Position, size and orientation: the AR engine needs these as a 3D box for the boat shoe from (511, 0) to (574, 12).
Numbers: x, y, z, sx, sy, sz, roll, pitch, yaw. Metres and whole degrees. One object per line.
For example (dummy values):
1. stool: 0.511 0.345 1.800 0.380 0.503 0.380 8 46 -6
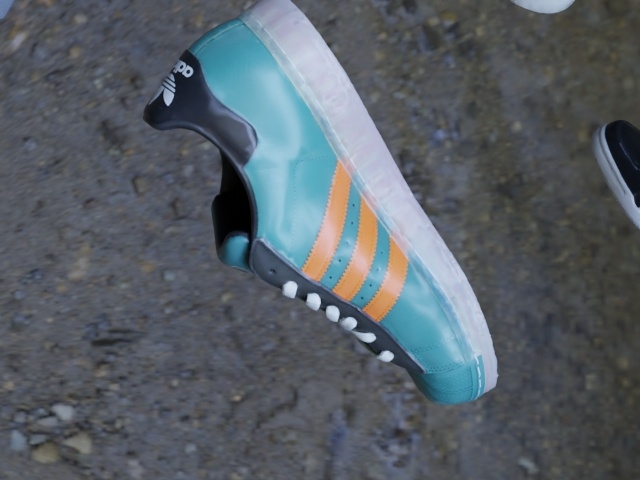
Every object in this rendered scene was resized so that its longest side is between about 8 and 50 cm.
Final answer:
1. boat shoe: 0.175 -0.270 0.998 0.095 0.079 0.254 26 56 -1

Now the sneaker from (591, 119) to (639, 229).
1. sneaker: 0.314 -0.028 1.095 0.217 0.121 0.079 53 35 5

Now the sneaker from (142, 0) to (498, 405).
1. sneaker: 0.000 0.000 0.905 0.121 0.108 0.302 -35 112 -7

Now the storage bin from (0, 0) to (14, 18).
1. storage bin: -0.157 -0.153 0.573 0.098 0.135 0.091 22 84 18
